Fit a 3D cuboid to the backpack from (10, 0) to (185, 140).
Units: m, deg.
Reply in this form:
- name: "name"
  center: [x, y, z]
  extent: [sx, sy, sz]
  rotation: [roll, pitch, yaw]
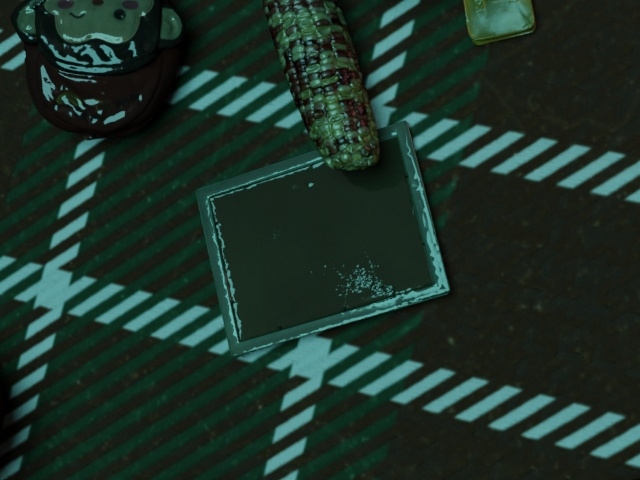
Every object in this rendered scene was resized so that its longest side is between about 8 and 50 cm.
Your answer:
- name: "backpack"
  center: [-0.288, -0.236, 1.988]
  extent: [0.229, 0.139, 0.229]
  rotation: [0, 80, 0]

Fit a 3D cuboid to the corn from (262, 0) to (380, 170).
- name: "corn"
  center: [0.004, -0.213, 1.901]
  extent: [0.098, 0.098, 0.289]
  rotation: [-24, 74, 14]

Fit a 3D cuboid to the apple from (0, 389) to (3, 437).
- name: "apple"
  center: [-0.558, 0.252, 1.932]
  extent: [0.288, 0.288, 0.316]
  rotation: [25, 98, 20]

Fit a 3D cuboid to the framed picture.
- name: "framed picture"
  center: [0.000, 0.000, 1.913]
  extent: [0.296, 0.019, 0.232]
  rotation: [-16, 74, 15]

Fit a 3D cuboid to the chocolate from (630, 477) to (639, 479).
- name: "chocolate"
  center: [0.363, 0.343, 1.670]
  extent: [0.177, 0.177, 0.176]
  rotation: [-3, 81, 18]

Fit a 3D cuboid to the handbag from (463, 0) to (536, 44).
- name: "handbag"
  center: [0.221, -0.278, 1.880]
  extent: [0.083, 0.027, 0.061]
  rotation: [-12, 78, 14]
